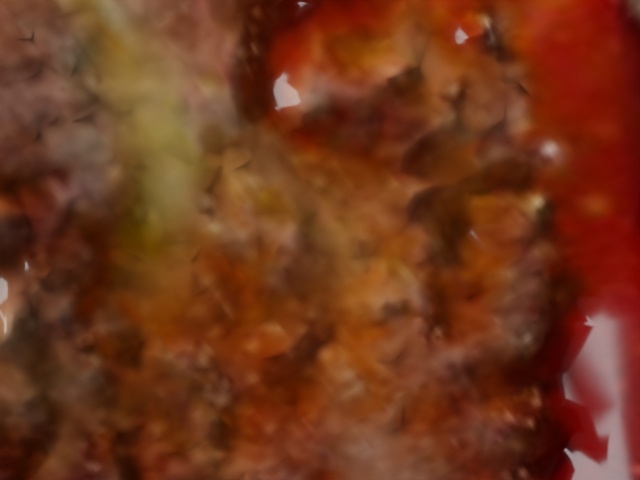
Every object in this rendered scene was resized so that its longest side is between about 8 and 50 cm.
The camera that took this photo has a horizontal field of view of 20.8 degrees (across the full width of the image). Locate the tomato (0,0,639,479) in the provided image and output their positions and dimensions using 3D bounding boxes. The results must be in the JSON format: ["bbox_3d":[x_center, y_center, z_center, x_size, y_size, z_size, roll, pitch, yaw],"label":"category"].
[{"bbox_3d":[-0.002,-0.005,0.475,0.170,0.309,0.309,-80,-14,-67],"label":"tomato"}]
